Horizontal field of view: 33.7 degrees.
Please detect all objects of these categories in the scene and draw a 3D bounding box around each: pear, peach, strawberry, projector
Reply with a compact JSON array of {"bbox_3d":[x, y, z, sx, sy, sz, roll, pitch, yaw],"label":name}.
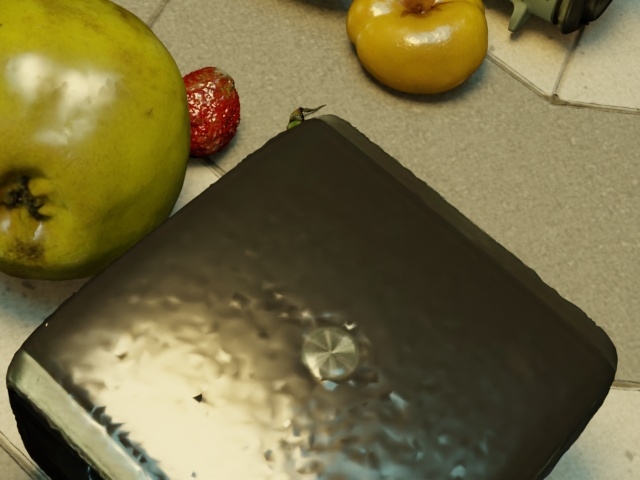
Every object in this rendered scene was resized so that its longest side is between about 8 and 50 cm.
[{"bbox_3d":[-0.271,-0.134,1.088,0.287,0.287,0.375,7,45,-4],"label":"pear"},{"bbox_3d":[0.119,-0.261,1.299,0.179,0.103,0.179,2,58,-3],"label":"peach"},{"bbox_3d":[-0.135,-0.148,1.201,0.106,0.106,0.106,3,60,-6],"label":"strawberry"},{"bbox_3d":[-0.005,0.148,0.970,0.395,0.242,0.405,40,62,16],"label":"projector"}]

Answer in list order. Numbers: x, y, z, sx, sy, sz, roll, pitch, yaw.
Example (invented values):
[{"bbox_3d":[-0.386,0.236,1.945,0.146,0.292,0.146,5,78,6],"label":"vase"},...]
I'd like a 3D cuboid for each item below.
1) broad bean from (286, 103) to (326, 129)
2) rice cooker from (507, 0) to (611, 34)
[{"bbox_3d":[0.053,-0.041,1.187,0.098,0.056,0.318,-18,63,-32],"label":"broad bean"},{"bbox_3d":[0.290,-0.411,1.322,0.316,0.264,0.317,1,94,15],"label":"rice cooker"}]
